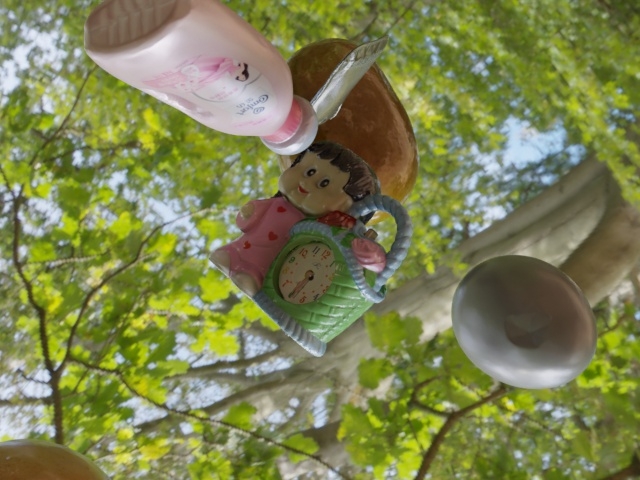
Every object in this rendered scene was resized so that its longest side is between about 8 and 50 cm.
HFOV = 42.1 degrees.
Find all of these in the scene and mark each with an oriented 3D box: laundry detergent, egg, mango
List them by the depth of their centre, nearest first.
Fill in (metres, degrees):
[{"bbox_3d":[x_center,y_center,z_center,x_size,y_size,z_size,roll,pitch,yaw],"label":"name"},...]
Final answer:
[{"bbox_3d":[-0.110,-0.182,0.954,0.335,0.159,0.088,27,-124,-60],"label":"laundry detergent"},{"bbox_3d":[0.278,0.113,1.136,0.176,0.176,0.232,23,-170,-22],"label":"egg"},{"bbox_3d":[0.047,-0.233,1.709,0.300,0.232,0.446,3,-118,-18],"label":"mango"}]

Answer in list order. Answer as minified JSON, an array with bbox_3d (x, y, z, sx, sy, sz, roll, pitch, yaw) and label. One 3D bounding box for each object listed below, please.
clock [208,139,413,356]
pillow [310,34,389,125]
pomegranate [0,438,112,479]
[{"bbox_3d":[0.000,0.000,0.892,0.194,0.195,0.100,38,177,35],"label":"clock"},{"bbox_3d":[0.024,-0.238,1.306,0.033,0.217,0.130,49,-137,7],"label":"pillow"},{"bbox_3d":[-0.381,0.412,1.115,0.307,0.307,0.307,16,-123,-27],"label":"pomegranate"}]
